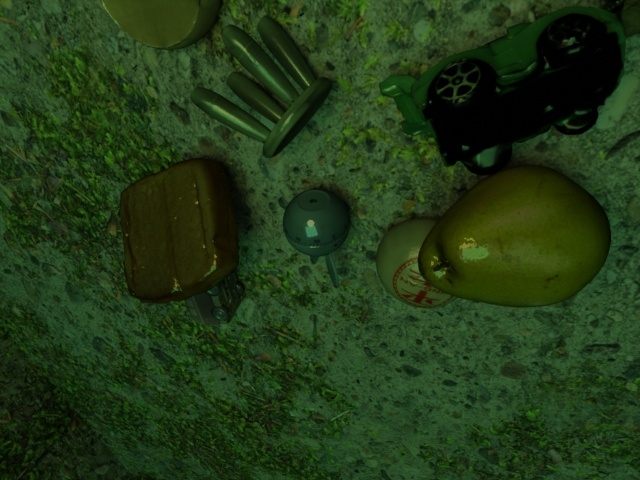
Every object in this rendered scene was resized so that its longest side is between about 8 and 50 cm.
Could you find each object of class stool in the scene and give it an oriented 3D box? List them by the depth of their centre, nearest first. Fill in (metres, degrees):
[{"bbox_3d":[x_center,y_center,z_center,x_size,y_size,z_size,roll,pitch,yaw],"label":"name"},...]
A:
[{"bbox_3d":[-0.106,-0.300,0.851,0.198,0.195,0.195,43,127,-7],"label":"stool"}]

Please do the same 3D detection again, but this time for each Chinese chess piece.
[{"bbox_3d":[-0.318,-0.505,0.838,0.249,0.103,0.250,9,127,13],"label":"Chinese chess piece"}]

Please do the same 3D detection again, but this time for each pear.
[{"bbox_3d":[0.360,0.012,0.819,0.336,0.285,0.285,-37,109,-3],"label":"pear"}]

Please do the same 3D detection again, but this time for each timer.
[{"bbox_3d":[0.012,-0.017,1.049,0.175,0.176,0.255,-9,147,25],"label":"timer"}]

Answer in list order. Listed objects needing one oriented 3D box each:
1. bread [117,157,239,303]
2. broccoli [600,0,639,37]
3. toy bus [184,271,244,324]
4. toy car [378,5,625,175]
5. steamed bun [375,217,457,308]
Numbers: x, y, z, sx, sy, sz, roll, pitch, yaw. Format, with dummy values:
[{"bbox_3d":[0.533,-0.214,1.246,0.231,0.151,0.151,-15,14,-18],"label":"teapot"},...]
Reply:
[{"bbox_3d":[-0.340,-0.022,1.089,0.327,0.148,0.338,-19,77,23],"label":"bread"},{"bbox_3d":[0.488,-0.367,0.634,0.145,0.138,0.162,39,168,-18],"label":"broccoli"},{"bbox_3d":[-0.321,0.133,1.255,0.142,0.142,0.203,3,125,17],"label":"toy bus"},{"bbox_3d":[0.301,-0.256,0.742,0.358,0.177,0.213,-24,145,23],"label":"toy car"},{"bbox_3d":[0.239,0.067,1.006,0.231,0.145,0.232,10,126,14],"label":"steamed bun"}]
